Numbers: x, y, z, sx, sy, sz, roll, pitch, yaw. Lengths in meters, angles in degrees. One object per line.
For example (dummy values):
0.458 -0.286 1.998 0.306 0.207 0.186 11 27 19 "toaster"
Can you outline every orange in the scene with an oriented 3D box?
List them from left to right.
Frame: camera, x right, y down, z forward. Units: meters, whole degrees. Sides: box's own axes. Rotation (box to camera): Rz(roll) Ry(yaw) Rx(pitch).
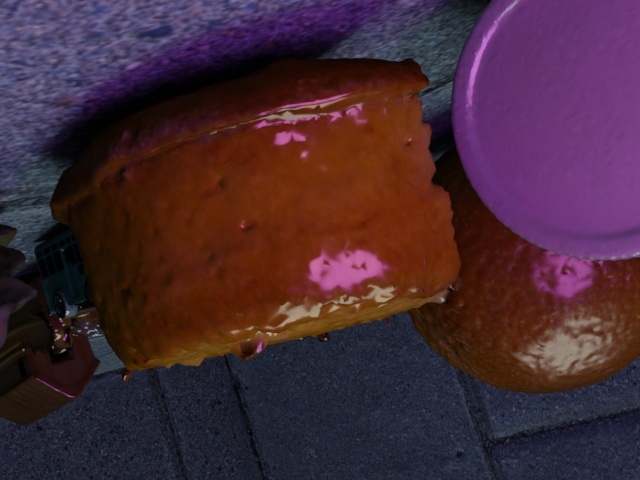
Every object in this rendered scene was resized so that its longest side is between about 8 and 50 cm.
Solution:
0.264 -0.001 1.070 0.357 0.322 0.322 -36 177 -13 "orange"

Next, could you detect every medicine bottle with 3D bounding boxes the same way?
0.272 -0.097 0.721 0.219 0.219 0.388 -23 172 33 "medicine bottle"

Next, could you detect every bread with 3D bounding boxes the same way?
-0.077 -0.002 0.672 0.179 0.194 0.340 -14 176 -41 "bread"

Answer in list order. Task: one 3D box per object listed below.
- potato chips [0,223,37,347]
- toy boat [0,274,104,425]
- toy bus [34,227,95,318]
-0.348 0.140 0.732 0.389 0.097 0.373 -43 -168 44 "potato chips"
-0.376 0.151 1.232 0.136 0.162 0.445 -15 173 -41 "toy boat"
-0.210 0.019 0.920 0.079 0.091 0.160 -15 178 -38 "toy bus"
